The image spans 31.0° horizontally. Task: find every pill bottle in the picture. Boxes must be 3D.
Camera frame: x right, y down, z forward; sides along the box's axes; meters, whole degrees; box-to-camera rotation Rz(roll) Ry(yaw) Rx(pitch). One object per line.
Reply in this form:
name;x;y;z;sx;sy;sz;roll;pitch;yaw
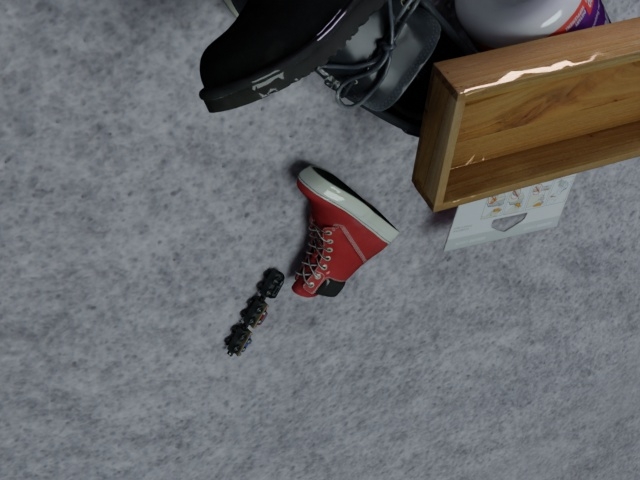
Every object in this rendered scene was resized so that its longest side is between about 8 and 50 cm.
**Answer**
pill bottle;0.327;-0.278;1.643;0.181;0.181;0.323;-45;141;2

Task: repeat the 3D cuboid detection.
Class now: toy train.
toy train;-0.099;0.112;1.755;0.036;0.027;0.158;3;122;-55

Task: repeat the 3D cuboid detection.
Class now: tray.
tray;0.328;-0.180;1.545;0.410;0.076;0.203;-15;140;-20

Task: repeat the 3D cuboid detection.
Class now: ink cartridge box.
ink cartridge box;0.316;-0.114;1.880;0.275;0.060;0.239;-11;132;-35

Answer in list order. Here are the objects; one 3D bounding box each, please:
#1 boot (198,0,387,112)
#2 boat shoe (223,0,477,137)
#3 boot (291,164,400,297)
boot;-0.057;-0.321;1.211;0.348;0.131;0.260;-46;113;-27
boat shoe;0.066;-0.261;1.460;0.187;0.156;0.500;-50;139;10
boot;0.000;0.000;1.694;0.176;0.088;0.244;-46;145;5
